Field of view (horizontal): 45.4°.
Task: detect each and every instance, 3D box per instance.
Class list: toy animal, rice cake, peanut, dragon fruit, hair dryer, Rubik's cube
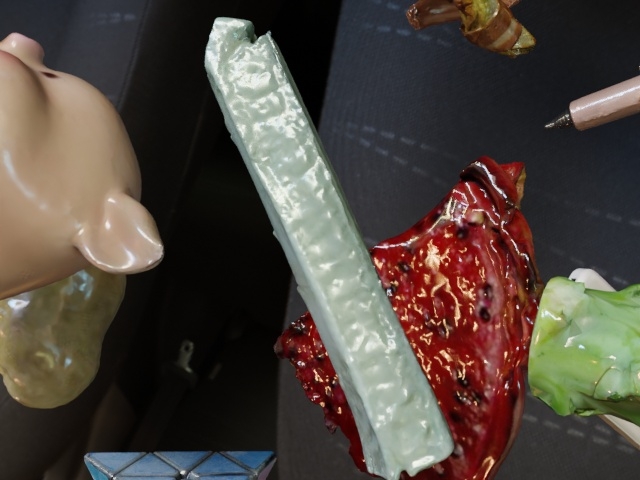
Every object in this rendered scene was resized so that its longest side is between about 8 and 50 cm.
[{"bbox_3d":[-0.256,-0.059,0.509,0.195,0.256,0.213,-155,54,-70],"label":"toy animal"},{"bbox_3d":[0.000,0.000,0.537,0.066,0.063,0.336,118,130,-82],"label":"rice cake"},{"bbox_3d":[-0.267,0.055,0.777,0.129,0.224,0.129,11,170,2],"label":"peanut"},{"bbox_3d":[0.165,0.092,0.800,0.286,0.228,0.329,50,118,26],"label":"dragon fruit"},{"bbox_3d":[0.462,-0.200,1.023,0.344,0.189,0.107,-19,110,35],"label":"hair dryer"},{"bbox_3d":[-0.114,0.264,0.771,0.211,0.190,0.178,57,160,2],"label":"Rubik's cube"}]

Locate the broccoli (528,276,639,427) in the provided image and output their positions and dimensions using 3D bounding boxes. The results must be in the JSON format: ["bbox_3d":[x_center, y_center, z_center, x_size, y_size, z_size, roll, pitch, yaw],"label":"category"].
[{"bbox_3d":[0.238,0.092,0.388,0.269,0.254,0.269,19,175,2],"label":"broccoli"}]

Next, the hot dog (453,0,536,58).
[{"bbox_3d":[0.322,-0.421,1.476,0.093,0.123,0.261,-36,130,28],"label":"hot dog"}]

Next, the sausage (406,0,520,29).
[{"bbox_3d":[0.340,-0.531,1.700,0.304,0.078,0.078,-13,139,1],"label":"sausage"}]

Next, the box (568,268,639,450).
[{"bbox_3d":[0.396,0.168,0.997,0.285,0.142,0.044,39,165,-21],"label":"box"}]
